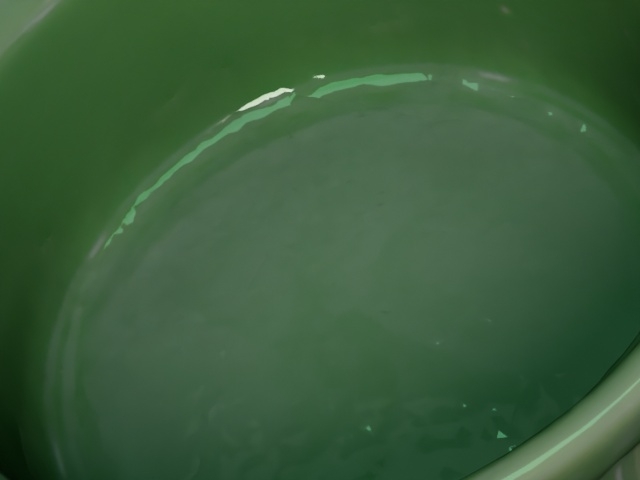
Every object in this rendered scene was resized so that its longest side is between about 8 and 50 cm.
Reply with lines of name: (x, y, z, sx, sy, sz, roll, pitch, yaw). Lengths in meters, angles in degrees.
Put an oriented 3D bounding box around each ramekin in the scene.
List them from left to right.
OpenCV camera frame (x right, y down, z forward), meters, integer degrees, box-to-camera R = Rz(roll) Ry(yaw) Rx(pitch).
ramekin: (0.000, 0.000, 0.573, 0.303, 0.148, 0.303, -9, 54, 13)
